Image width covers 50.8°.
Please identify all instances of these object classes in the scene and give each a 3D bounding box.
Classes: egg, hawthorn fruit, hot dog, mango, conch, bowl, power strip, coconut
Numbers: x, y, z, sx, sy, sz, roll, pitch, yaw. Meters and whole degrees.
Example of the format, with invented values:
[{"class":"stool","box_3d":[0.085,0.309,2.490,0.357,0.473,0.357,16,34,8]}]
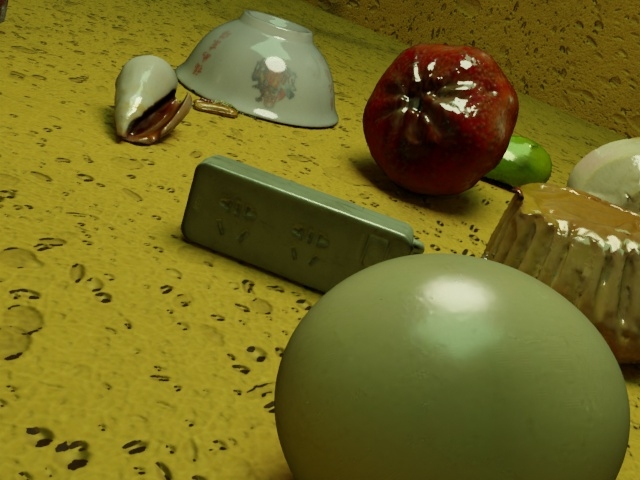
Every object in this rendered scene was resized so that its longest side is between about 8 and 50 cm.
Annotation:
[{"class":"egg","box_3d":[0.086,0.102,0.423,0.241,0.186,0.186,9,25,-36]},{"class":"hawthorn fruit","box_3d":[0.221,-0.189,1.130,0.254,0.254,0.300,37,13,36]},{"class":"hot dog","box_3d":[-0.181,-0.233,1.173,0.083,0.021,0.037,6,27,-25]},{"class":"mango","box_3d":[0.373,-0.159,1.339,0.178,0.100,0.119,10,26,-3]},{"class":"conch","box_3d":[-0.245,-0.201,0.966,0.104,0.094,0.176,52,11,-32]},{"class":"bowl","box_3d":[-0.104,-0.359,1.344,0.345,0.157,0.345,16,24,-7]},{"class":"power strip","box_3d":[0.000,0.000,0.703,0.287,0.093,0.053,20,20,5]},{"class":"coconut","box_3d":[0.498,-0.051,1.051,0.241,0.241,0.241,16,23,-7]}]

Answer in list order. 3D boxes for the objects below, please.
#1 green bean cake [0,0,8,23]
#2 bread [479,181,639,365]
[{"class":"green bean cake","box_3d":[-0.650,-0.411,1.112,0.198,0.097,0.233,18,23,-5]},{"class":"bread","box_3d":[0.335,0.032,0.826,0.274,0.149,0.274,10,26,-5]}]
